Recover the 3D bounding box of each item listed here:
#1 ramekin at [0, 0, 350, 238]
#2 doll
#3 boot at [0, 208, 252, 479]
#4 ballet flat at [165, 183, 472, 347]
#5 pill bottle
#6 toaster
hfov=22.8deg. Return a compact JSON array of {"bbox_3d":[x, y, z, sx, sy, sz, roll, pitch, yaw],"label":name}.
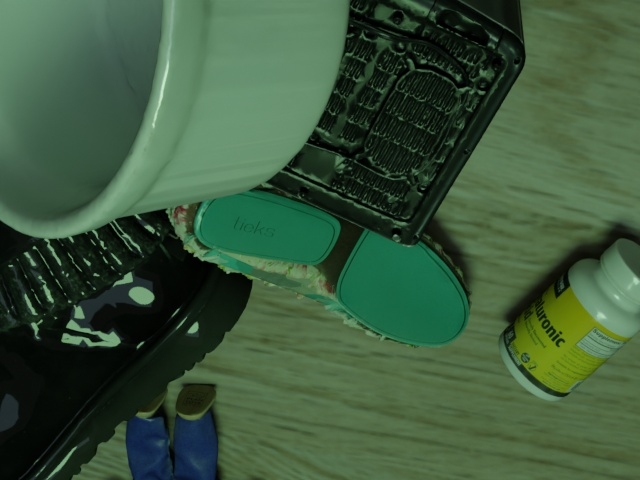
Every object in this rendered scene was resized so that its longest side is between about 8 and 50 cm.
[{"bbox_3d":[-0.107,-0.144,0.884,0.135,0.277,0.277,-7,134,-40],"label":"ramekin"},{"bbox_3d":[-0.107,0.198,1.235,0.129,0.046,0.189,4,123,5],"label":"doll"},{"bbox_3d":[-0.248,0.043,1.097,0.348,0.131,0.260,-42,117,16],"label":"boot"},{"bbox_3d":[0.000,0.000,1.070,0.241,0.077,0.091,27,99,-30],"label":"ballet flat"},{"bbox_3d":[0.183,0.053,1.096,0.065,0.065,0.116,35,119,-15],"label":"pill bottle"},{"bbox_3d":[0.025,-0.114,0.980,0.168,0.110,0.185,23,122,-9],"label":"toaster"}]
